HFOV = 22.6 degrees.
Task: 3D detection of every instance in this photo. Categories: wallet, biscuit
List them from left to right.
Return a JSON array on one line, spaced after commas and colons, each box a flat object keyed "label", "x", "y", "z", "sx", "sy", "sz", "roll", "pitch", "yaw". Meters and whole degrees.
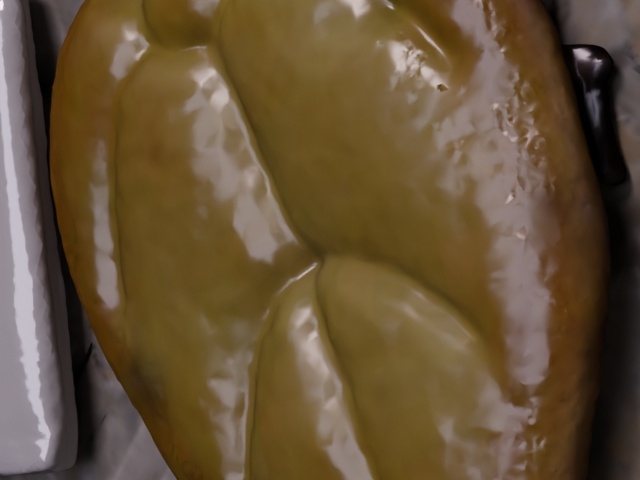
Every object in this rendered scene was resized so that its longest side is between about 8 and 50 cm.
[{"label": "wallet", "x": -0.138, "y": -0.003, "z": 0.579, "sx": 0.124, "sy": 0.032, "sz": 0.182, "roll": -9, "pitch": 85, "yaw": 39}, {"label": "biscuit", "x": -0.003, "y": 0.000, "z": 0.463, "sx": 0.203, "sy": 0.041, "sz": 0.260, "roll": -32, "pitch": 71, "yaw": 35}]
